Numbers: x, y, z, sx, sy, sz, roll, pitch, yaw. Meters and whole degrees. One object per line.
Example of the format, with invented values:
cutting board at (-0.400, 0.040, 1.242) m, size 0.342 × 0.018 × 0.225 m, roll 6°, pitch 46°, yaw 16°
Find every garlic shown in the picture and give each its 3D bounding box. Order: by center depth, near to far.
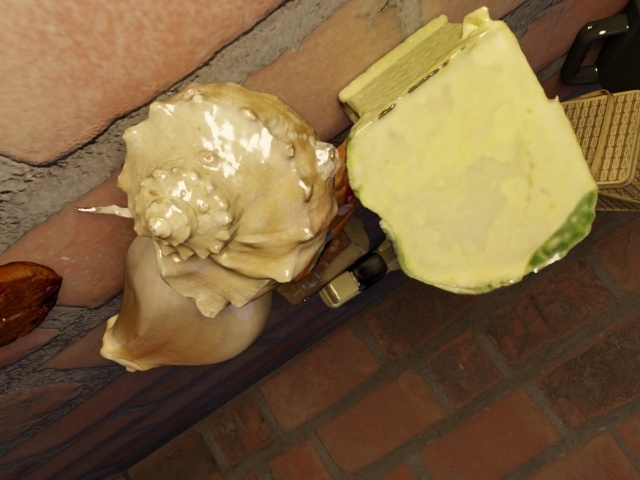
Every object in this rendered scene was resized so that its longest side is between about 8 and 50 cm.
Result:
garlic at (-0.185, 0.036, 0.845) m, size 0.246 × 0.231 × 0.339 m, roll 10°, pitch 135°, yaw -3°

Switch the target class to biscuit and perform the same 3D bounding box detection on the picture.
biscuit at (-0.410, 0.093, 0.712) m, size 0.192 × 0.049 × 0.192 m, roll -33°, pitch 170°, yaw -7°
biscuit at (0.009, -0.044, 0.993) m, size 0.333 × 0.047 × 0.202 m, roll -58°, pitch 160°, yaw 22°

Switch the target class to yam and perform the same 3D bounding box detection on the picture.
yam at (-0.011, 0.036, 1.242) m, size 0.238 × 0.129 × 0.128 m, roll -38°, pitch -160°, yaw 19°

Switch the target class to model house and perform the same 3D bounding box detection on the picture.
model house at (0.164, -0.118, 0.780) m, size 0.261 × 0.321 × 0.266 m, roll -36°, pitch -154°, yaw 8°

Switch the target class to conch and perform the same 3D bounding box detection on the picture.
conch at (-0.068, -0.043, 0.641) m, size 0.324 × 0.186 × 0.263 m, roll -25°, pitch 130°, yaw -47°

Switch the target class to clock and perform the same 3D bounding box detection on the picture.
clock at (0.168, 0.076, 1.731) m, size 0.379 × 0.120 × 0.276 m, roll -33°, pitch 176°, yaw -13°

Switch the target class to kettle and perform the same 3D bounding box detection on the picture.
kettle at (0.668, -0.393, 1.161) m, size 0.262 × 0.203 × 0.308 m, roll -36°, pitch 168°, yaw 0°

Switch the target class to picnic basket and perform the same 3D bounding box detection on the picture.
picnic basket at (0.613, -0.199, 1.327) m, size 0.175 × 0.227 × 0.313 m, roll 23°, pitch 169°, yaw -35°
